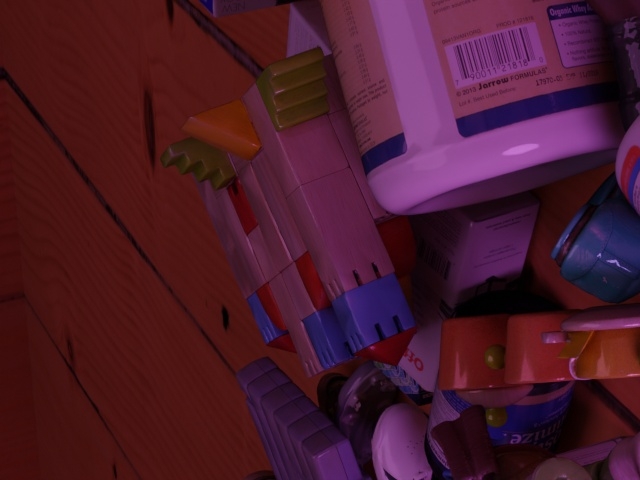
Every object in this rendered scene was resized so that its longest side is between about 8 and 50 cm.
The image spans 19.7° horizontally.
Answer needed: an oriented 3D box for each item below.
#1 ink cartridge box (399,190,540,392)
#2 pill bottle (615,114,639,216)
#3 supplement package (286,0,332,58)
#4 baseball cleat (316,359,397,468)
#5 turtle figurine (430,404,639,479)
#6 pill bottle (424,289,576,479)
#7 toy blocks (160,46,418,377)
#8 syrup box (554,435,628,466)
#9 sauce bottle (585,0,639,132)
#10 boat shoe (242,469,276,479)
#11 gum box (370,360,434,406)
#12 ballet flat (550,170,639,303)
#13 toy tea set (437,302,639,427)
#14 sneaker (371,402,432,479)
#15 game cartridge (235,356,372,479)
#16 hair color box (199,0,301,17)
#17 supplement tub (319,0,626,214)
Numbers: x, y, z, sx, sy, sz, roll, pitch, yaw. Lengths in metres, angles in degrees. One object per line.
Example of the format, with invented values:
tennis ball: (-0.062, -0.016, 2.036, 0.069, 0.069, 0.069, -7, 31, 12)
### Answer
ink cartridge box: (0.109, 0.016, 1.722, 0.148, 0.086, 0.203, 44, 138, 37)
pill bottle: (0.302, -0.001, 1.232, 0.124, 0.124, 0.221, 100, 150, -44)
supplement package: (0.048, -0.155, 1.802, 0.179, 0.105, 0.105, -125, 31, -44)
baseball cleat: (0.031, 0.177, 2.075, 0.206, 0.072, 0.109, 106, 145, -49)
turtle figurine: (0.172, 0.247, 1.350, 0.266, 0.198, 0.274, 133, 151, -61)
pill bottle: (0.160, 0.160, 1.675, 0.219, 0.123, 0.123, 97, 151, -42)
toy blocks: (0.000, 0.000, 1.654, 0.261, 0.191, 0.381, 67, 162, 5)
syrup box: (0.268, 0.276, 1.507, 0.237, 0.096, 0.093, 51, 145, 46)
sauce bottle: (0.217, -0.250, 1.322, 0.111, 0.111, 0.344, 175, 84, -68)
boat shoe: (-0.061, 0.458, 2.403, 0.103, 0.113, 0.302, -144, 46, -67)
gum box: (0.081, 0.056, 1.923, 0.157, 0.041, 0.184, -139, 41, -55)
ballet flat: (0.230, 0.005, 1.400, 0.083, 0.087, 0.247, -57, -7, 14)
toy tea set: (0.220, 0.112, 1.401, 0.336, 0.200, 0.124, 170, 96, -68)
sneaker: (0.139, 0.263, 1.824, 0.153, 0.094, 0.235, -35, 71, 65)
game cartridge: (0.020, 0.322, 2.101, 0.230, 0.068, 0.355, 34, 148, 54)
hair color box: (-0.038, -0.398, 1.770, 0.110, 0.185, 0.338, 51, 147, 46)
supplement tub: (0.113, -0.197, 1.450, 0.228, 0.228, 0.316, 153, 104, -68)
